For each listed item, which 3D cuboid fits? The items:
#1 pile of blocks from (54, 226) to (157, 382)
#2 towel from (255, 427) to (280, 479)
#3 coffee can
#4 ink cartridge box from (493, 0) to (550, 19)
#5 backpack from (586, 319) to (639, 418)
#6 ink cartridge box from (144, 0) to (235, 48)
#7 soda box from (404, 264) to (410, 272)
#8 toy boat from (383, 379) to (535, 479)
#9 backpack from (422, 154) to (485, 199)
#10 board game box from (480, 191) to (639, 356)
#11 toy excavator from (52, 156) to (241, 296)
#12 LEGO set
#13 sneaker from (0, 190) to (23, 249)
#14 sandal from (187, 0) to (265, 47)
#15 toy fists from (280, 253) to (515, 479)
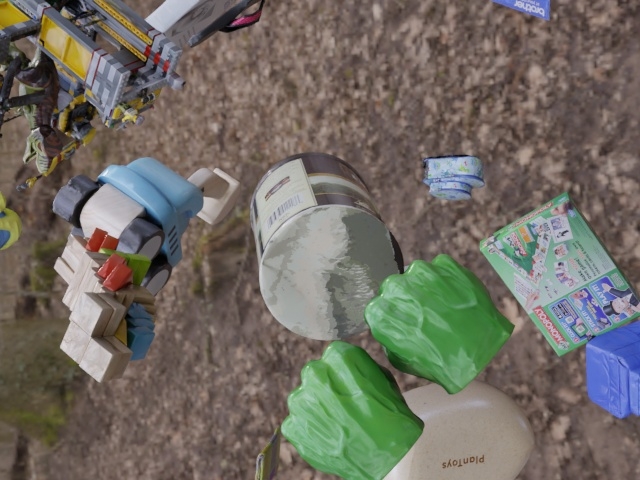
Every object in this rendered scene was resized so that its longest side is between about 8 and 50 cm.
[{"bbox_3d":[-0.282,0.070,1.235,0.112,0.149,0.362,-63,25,13],"label":"pile of blocks"},{"bbox_3d":[-0.063,0.269,1.053,0.083,0.010,0.060,-44,-41,-72],"label":"towel"},{"bbox_3d":[0.000,0.000,1.309,0.275,0.202,0.201,-108,15,-68],"label":"coffee can"},{"bbox_3d":[0.239,-0.450,1.092,0.186,0.065,0.311,32,142,36],"label":"ink cartridge box"},{"bbox_3d":[0.396,0.156,1.057,0.101,0.120,0.097,36,139,53],"label":"backpack"},{"bbox_3d":[-0.251,-0.401,1.579,0.045,0.224,0.223,50,179,-4],"label":"ink cartridge box"},{"bbox_3d":[0.195,0.129,2.389,0.069,0.216,0.074,55,140,31],"label":"soda box"},{"bbox_3d":[0.188,0.229,1.270,0.148,0.268,0.318,-160,73,-68],"label":"toy boat"},{"bbox_3d":[0.275,-0.126,1.774,0.105,0.114,0.084,21,-114,-62],"label":"backpack"},{"bbox_3d":[0.516,0.077,1.854,0.317,0.214,0.046,52,-157,-16],"label":"board game box"},{"bbox_3d":[-0.343,-0.076,1.997,0.222,0.445,0.433,35,154,15],"label":"toy excavator"},{"bbox_3d":[-0.298,-0.134,0.935,0.192,0.331,0.255,40,123,10],"label":"LEGO set"},{"bbox_3d":[-0.600,-0.055,1.467,0.240,0.091,0.126,60,-140,-40],"label":"sneaker"},{"bbox_3d":[-0.134,-0.354,1.405,0.040,0.179,0.067,52,166,-8],"label":"sandal"},{"bbox_3d":[0.077,0.139,0.972,0.142,0.279,0.096,44,176,0],"label":"toy fists"}]
